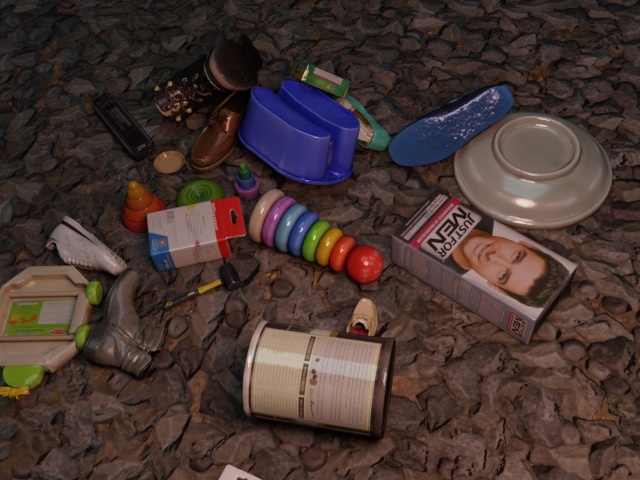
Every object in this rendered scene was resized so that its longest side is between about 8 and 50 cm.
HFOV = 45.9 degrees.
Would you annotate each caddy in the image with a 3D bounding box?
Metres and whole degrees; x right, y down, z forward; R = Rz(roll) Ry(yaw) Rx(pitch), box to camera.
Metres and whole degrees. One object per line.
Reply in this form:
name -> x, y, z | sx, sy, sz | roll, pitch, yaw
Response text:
caddy -> -0.058, -0.270, 1.967 | 0.241, 0.179, 0.341 | -23, 51, -40

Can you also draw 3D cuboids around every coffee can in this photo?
coffee can -> 0.002, 0.278, 1.525 | 0.275, 0.201, 0.201 | 7, 54, 10

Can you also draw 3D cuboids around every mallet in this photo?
mallet -> -0.275, 0.124, 1.773 | 0.190, 0.039, 0.062 | -31, 59, -12

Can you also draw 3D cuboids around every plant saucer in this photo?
plant saucer -> 0.542, -0.210, 1.919 | 0.400, 0.100, 0.400 | -2, 53, 3
plant saucer -> -0.408, -0.208, 2.043 | 0.083, 0.015, 0.083 | -2, 52, 3

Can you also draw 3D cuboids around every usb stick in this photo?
usb stick -> -0.557, -0.324, 2.126 | 0.077, 0.045, 0.278 | -35, 58, -12

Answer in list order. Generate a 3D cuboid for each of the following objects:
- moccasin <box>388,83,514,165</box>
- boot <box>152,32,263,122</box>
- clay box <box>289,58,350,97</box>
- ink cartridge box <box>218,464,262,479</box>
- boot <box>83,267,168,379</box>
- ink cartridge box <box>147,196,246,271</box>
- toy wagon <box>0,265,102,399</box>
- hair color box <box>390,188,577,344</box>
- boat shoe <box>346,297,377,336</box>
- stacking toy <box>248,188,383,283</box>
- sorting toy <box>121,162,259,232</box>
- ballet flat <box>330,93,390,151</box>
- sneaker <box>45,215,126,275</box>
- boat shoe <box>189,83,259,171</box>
moccasin -> 0.342, -0.291, 1.968 | 0.342, 0.137, 0.117 | -23, 14, 12
boot -> -0.313, -0.417, 2.006 | 0.284, 0.138, 0.377 | -28, 21, 16
clay box -> -0.007, -0.448, 2.076 | 0.127, 0.053, 0.222 | 20, 13, -18
ink cartridge box -> -0.175, 0.533, 1.434 | 0.104, 0.060, 0.180 | 19, 57, 19
boot -> -0.415, 0.190, 1.714 | 0.161, 0.083, 0.246 | 14, 60, 6
ink cartridge box -> -0.299, -0.018, 1.851 | 0.231, 0.078, 0.134 | -11, 53, -4
toy wagon -> -0.650, 0.208, 1.715 | 0.267, 0.068, 0.344 | -1, 54, 4
hair color box -> 0.364, 0.052, 1.725 | 0.374, 0.113, 0.185 | 32, 61, 25
boat shoe -> 0.090, 0.194, 1.671 | 0.063, 0.059, 0.170 | 7, 54, 10
stacking toy -> 0.000, 0.000, 1.789 | 0.330, 0.141, 0.141 | 25, 58, 16
sorting toy -> -0.338, -0.132, 1.912 | 0.365, 0.126, 0.127 | -13, 53, -5
ballet flat -> 0.087, -0.328, 2.042 | 0.087, 0.083, 0.247 | -1, 40, -52
sneaker -> -0.570, 0.034, 1.841 | 0.235, 0.090, 0.095 | 30, 73, 28
boat shoe -> -0.265, -0.322, 2.062 | 0.111, 0.104, 0.307 | 20, 57, 19
